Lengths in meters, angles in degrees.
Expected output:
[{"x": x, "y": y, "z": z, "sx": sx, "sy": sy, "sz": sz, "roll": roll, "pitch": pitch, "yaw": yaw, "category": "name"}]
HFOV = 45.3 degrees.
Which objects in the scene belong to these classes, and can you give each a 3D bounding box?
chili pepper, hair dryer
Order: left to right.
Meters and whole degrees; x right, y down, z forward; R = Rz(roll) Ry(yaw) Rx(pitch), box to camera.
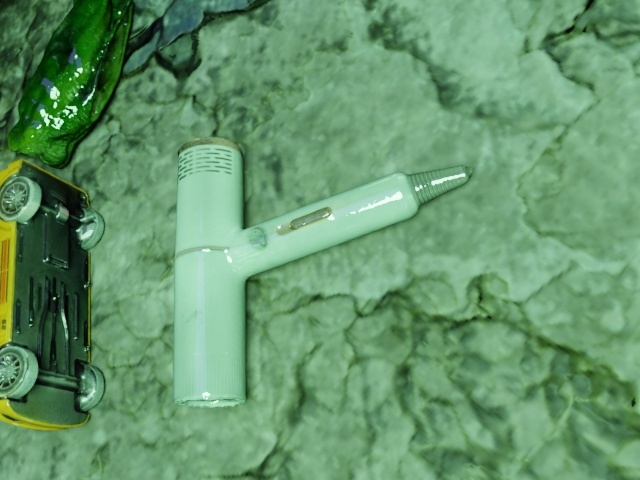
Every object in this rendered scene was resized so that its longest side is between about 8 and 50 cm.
[{"x": -0.175, "y": -0.141, "z": 0.544, "sx": 0.073, "sy": 0.050, "sz": 0.182, "roll": -8, "pitch": 67, "yaw": 31, "category": "chili pepper"}, {"x": 0.002, "y": 0.007, "z": 0.421, "sx": 0.183, "sy": 0.044, "sz": 0.155, "roll": -8, "pitch": 72, "yaw": 19, "category": "hair dryer"}]

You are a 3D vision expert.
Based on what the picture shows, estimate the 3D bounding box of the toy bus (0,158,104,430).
[{"x": -0.184, "y": 0.038, "z": 0.476, "sx": 0.074, "sy": 0.069, "sz": 0.162, "roll": -16, "pitch": 66, "yaw": 20, "category": "toy bus"}]
